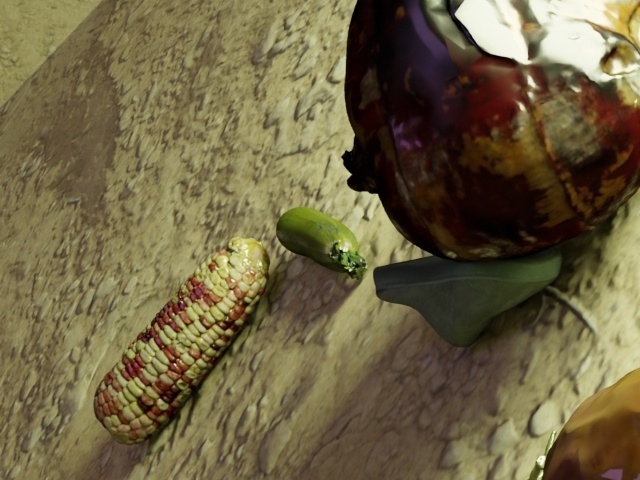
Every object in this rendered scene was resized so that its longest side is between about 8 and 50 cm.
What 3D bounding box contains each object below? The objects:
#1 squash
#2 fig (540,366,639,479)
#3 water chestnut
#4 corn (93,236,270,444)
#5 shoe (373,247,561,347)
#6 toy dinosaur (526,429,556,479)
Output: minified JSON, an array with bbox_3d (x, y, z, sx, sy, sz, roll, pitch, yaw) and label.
[{"bbox_3d":[0.000,0.000,1.796,0.052,0.052,0.183,-57,22,-2],"label":"squash"},{"bbox_3d":[0.207,0.201,0.914,0.369,0.286,0.286,127,166,-59],"label":"fig"},{"bbox_3d":[0.140,-0.109,1.428,0.244,0.289,0.289,100,-176,-53],"label":"water chestnut"},{"bbox_3d":[-0.140,0.104,1.892,0.253,0.086,0.086,-49,24,10],"label":"corn"},{"bbox_3d":[0.122,0.047,1.496,0.195,0.079,0.078,-2,99,49],"label":"shoe"},{"bbox_3d":[0.149,0.184,1.296,0.060,0.029,0.120,-50,21,45],"label":"toy dinosaur"}]
